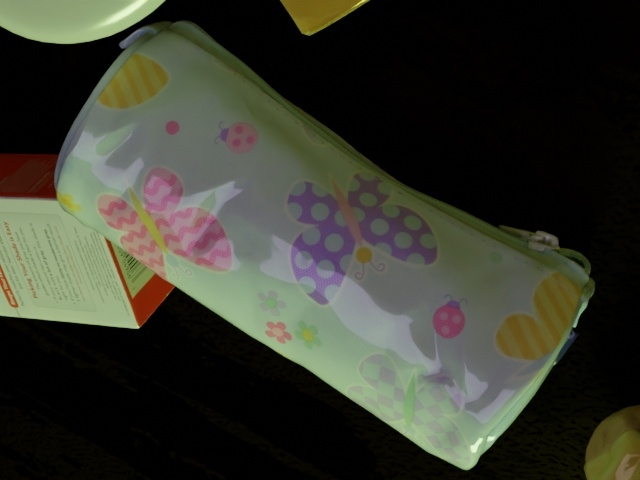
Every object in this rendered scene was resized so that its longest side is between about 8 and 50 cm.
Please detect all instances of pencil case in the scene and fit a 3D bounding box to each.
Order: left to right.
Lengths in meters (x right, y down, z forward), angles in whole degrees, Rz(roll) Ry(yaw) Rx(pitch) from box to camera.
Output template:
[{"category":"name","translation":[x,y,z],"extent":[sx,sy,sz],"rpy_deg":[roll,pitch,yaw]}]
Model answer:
[{"category":"pencil case","translation":[0.000,0.000,0.725],"extent":[0.273,0.113,0.124],"rpy_deg":[31,125,7]}]

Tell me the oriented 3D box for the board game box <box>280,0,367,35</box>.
[{"category":"board game box","translation":[-0.026,-0.254,0.457],"extent":[0.064,0.242,0.316],"rpy_deg":[-26,108,40]}]

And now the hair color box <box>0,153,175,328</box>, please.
[{"category":"hair color box","translation":[-0.178,-0.003,0.874],"extent":[0.167,0.053,0.093],"rpy_deg":[3,126,28]}]

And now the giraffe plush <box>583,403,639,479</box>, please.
[{"category":"giraffe plush","translation":[0.230,0.180,0.705],"extent":[0.170,0.210,0.181],"rpy_deg":[18,134,-20]}]

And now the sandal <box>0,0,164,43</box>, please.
[{"category":"sandal","translation":[-0.129,-0.290,0.599],"extent":[0.169,0.102,0.416],"rpy_deg":[-5,117,15]}]
